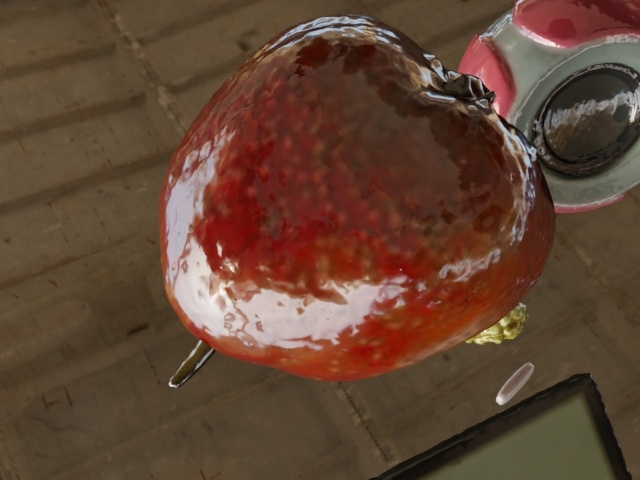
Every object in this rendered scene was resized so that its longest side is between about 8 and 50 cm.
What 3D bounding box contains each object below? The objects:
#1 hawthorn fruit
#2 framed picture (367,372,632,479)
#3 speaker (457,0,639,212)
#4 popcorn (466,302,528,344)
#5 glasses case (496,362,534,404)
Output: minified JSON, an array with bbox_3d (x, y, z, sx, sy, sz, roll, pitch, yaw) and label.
[{"bbox_3d":[0.000,0.000,0.545,0.369,0.285,0.284,-44,-112,7],"label":"hawthorn fruit"},{"bbox_3d":[0.039,0.232,0.293,0.324,0.013,0.244,-20,-91,-20],"label":"framed picture"},{"bbox_3d":[0.320,-0.184,0.845,0.295,0.294,0.294,3,-122,-4],"label":"speaker"},{"bbox_3d":[0.328,0.110,1.340,0.170,0.218,0.189,-3,-96,-7],"label":"popcorn"},{"bbox_3d":[0.307,0.226,1.055,0.083,0.032,0.021,-42,-122,-17],"label":"glasses case"}]
